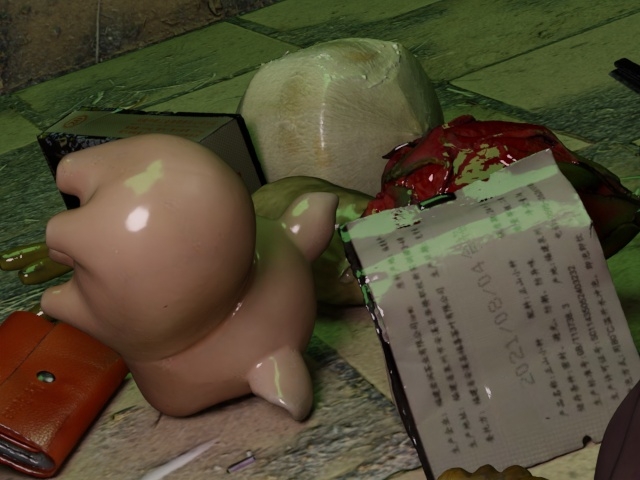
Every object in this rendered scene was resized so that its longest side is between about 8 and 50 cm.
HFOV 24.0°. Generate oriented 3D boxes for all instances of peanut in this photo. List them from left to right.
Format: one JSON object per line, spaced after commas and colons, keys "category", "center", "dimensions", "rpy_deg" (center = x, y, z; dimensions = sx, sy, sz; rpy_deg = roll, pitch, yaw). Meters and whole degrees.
{"category": "peanut", "center": [0.000, 0.000, 1.612], "dimensions": [0.129, 0.129, 0.224], "rpy_deg": [-28, 28, -32]}

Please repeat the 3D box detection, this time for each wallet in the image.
{"category": "wallet", "center": [-0.286, 0.146, 1.489], "dimensions": [0.142, 0.045, 0.204], "rpy_deg": [24, 28, 4]}

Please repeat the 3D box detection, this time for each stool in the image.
{"category": "stool", "center": [-0.297, 0.049, 1.742], "dimensions": [0.110, 0.135, 0.134], "rpy_deg": [-27, -22, -21]}

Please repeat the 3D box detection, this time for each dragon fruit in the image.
{"category": "dragon fruit", "center": [0.175, -0.020, 1.404], "dimensions": [0.293, 0.234, 0.234], "rpy_deg": [-18, 20, -9]}

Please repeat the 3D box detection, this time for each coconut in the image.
{"category": "coconut", "center": [0.036, -0.122, 1.778], "dimensions": [0.247, 0.245, 0.245], "rpy_deg": [3, 27, 38]}

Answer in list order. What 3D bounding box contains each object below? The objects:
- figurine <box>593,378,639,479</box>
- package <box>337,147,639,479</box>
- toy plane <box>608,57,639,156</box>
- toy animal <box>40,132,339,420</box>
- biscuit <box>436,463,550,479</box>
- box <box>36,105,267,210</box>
{"category": "figurine", "center": [0.339, 0.142, 0.897], "dimensions": [0.365, 0.218, 0.206], "rpy_deg": [-9, 18, 0]}
{"category": "package", "center": [0.142, 0.062, 1.236], "dimensions": [0.204, 0.251, 0.062], "rpy_deg": [-19, -20, -2]}
{"category": "toy plane", "center": [0.395, -0.039, 1.418], "dimensions": [0.106, 0.155, 0.382], "rpy_deg": [-18, 37, -9]}
{"category": "toy animal", "center": [-0.121, 0.029, 1.394], "dimensions": [0.269, 0.326, 0.237], "rpy_deg": [10, 63, -3]}
{"category": "biscuit", "center": [0.136, 0.206, 1.081], "dimensions": [0.118, 0.061, 0.183], "rpy_deg": [-17, 19, -8]}
{"category": "box", "center": [-0.189, -0.052, 1.796], "dimensions": [0.310, 0.198, 0.084], "rpy_deg": [7, 36, 45]}
